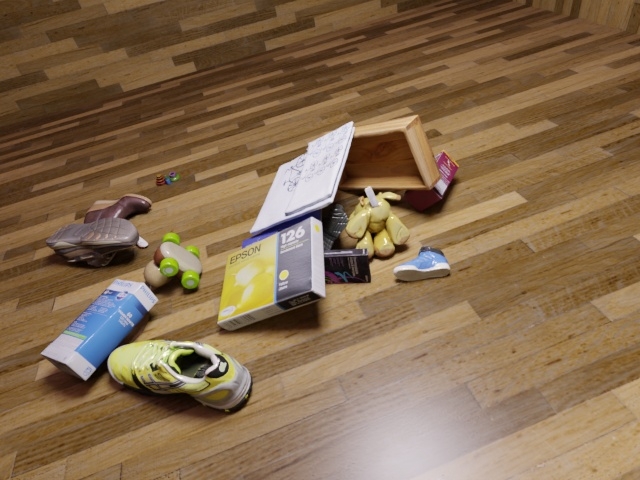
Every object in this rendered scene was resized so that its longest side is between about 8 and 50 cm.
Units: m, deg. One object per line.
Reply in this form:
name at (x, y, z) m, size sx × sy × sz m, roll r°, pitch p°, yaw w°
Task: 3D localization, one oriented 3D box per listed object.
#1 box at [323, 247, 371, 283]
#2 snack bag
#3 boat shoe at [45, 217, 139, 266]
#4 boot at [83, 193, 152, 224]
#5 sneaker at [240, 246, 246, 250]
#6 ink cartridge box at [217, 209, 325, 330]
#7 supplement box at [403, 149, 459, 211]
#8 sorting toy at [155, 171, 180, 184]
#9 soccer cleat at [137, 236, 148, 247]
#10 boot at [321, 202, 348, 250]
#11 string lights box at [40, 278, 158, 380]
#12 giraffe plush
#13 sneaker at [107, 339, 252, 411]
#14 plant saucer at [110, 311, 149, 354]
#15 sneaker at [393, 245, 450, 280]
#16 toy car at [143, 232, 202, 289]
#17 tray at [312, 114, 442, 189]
box at (0.054, 0.073, 1.110) m, size 0.161 × 0.116 × 0.029 m, roll -4°, pitch 44°, yaw 10°
snack bag at (-0.058, -0.186, 1.227) m, size 0.342 × 0.037 × 0.323 m, roll -19°, pitch 42°, yaw 39°
boat shoe at (-0.747, 0.011, 1.375) m, size 0.354 × 0.130 × 0.132 m, roll -1°, pitch 39°, yaw 22°
boot at (-0.766, -0.067, 1.519) m, size 0.248 × 0.090 × 0.207 m, roll -5°, pitch 54°, yaw 7°
sneaker at (-0.175, 0.025, 1.268) m, size 0.152 × 0.054 × 0.061 m, roll 5°, pitch 42°, yaw 20°
ink cartridge box at (-0.132, 0.057, 1.099) m, size 0.303 × 0.072 × 0.308 m, roll -24°, pitch 50°, yaw 25°
supplement box at (0.360, -0.194, 1.316) m, size 0.104 × 0.081 × 0.188 m, roll -35°, pitch 14°, yaw 53°
sorting toy at (-0.648, -0.267, 1.716) m, size 0.101 × 0.042 × 0.061 m, roll -23°, pitch 43°, yaw -12°
soccer cleat at (-0.635, 0.001, 1.424) m, size 0.083 × 0.036 × 0.029 m, roll 23°, pitch 53°, yaw 34°
boot at (0.000, 0.000, 1.224) m, size 0.247 × 0.083 × 0.161 m, roll -52°, pitch 5°, yaw 7°
string lights box at (-0.570, 0.221, 1.065) m, size 0.133 × 0.077 × 0.260 m, roll 2°, pitch 42°, yaw 34°
giraffe plush at (0.152, -0.066, 1.217) m, size 0.181 × 0.211 × 0.170 m, roll -10°, pitch 13°, yaw -3°
sneaker at (-0.346, 0.284, 0.958) m, size 0.383 × 0.147 × 0.145 m, roll 1°, pitch 45°, yaw 19°
plant saucer at (-0.592, 0.234, 1.159) m, size 0.198 × 0.036 × 0.199 m, roll -7°, pitch 41°, yaw 6°
sneaker at (0.269, 0.059, 1.110) m, size 0.151 × 0.058 × 0.085 m, roll -6°, pitch 48°, yaw 1°
toy car at (-0.471, 0.102, 1.236) m, size 0.188 × 0.149 × 0.155 m, roll -40°, pitch 36°, yaw 13°
tray at (0.164, -0.262, 1.282) m, size 0.076 × 0.203 × 0.410 m, roll -45°, pitch 30°, yaw -26°
